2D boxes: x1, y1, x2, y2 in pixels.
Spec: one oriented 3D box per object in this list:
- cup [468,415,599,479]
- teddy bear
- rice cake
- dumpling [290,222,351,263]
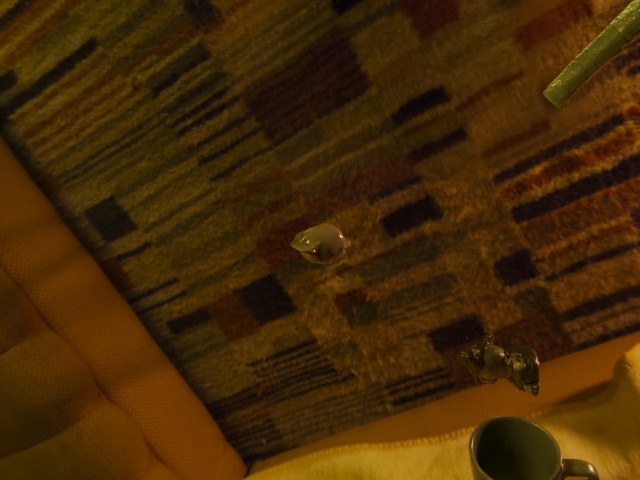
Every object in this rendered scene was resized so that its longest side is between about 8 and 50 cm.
[{"bbox_3d":[0.474,0.543,1.075,0.257,0.186,0.234,-5,119,20],"label":"cup"},{"bbox_3d":[0.571,0.388,1.543,0.250,0.171,0.144,10,122,27],"label":"teddy bear"},{"bbox_3d":[0.423,-0.289,0.682,0.245,0.042,0.045,-48,68,38],"label":"rice cake"},{"bbox_3d":[-0.001,0.001,1.464,0.176,0.150,0.093,-30,141,-15],"label":"dumpling"}]
